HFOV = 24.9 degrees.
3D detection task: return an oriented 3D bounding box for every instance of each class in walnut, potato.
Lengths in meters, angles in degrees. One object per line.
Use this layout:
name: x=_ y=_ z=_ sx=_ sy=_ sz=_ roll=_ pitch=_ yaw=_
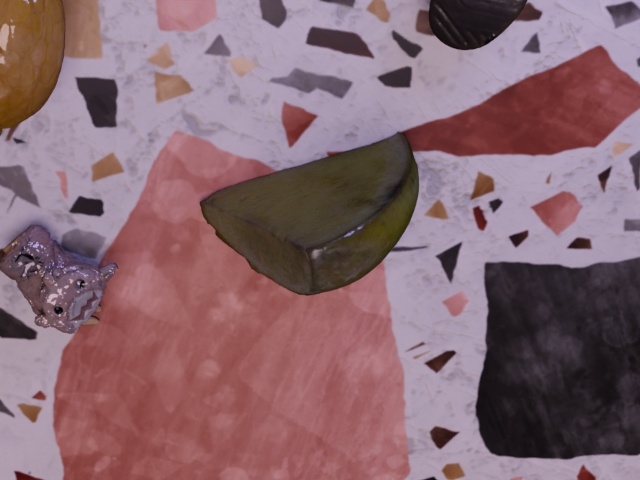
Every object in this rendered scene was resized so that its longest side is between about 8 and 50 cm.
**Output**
walnut: x=-0.363 y=-0.224 z=1.607 sx=0.159 sy=0.159 sz=0.207 roll=13 pitch=118 yaw=-10
potato: x=0.000 y=0.000 z=1.680 sx=0.269 sy=0.255 sz=0.112 roll=-19 pitch=114 yaw=5

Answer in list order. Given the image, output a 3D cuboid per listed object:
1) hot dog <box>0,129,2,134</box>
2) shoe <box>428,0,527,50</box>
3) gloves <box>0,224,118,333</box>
hot dog: x=-0.481 y=-0.121 z=1.702 sx=0.215 sy=0.047 sz=0.066 roll=-6 pitch=118 yaw=-1
shoe: x=0.218 y=-0.336 z=1.630 sx=0.103 sy=0.098 sz=0.275 roll=36 pitch=109 yaw=-11
gloves: x=-0.326 y=0.050 z=1.773 sx=0.144 sy=0.094 sz=0.110 roll=27 pitch=99 yaw=-7
